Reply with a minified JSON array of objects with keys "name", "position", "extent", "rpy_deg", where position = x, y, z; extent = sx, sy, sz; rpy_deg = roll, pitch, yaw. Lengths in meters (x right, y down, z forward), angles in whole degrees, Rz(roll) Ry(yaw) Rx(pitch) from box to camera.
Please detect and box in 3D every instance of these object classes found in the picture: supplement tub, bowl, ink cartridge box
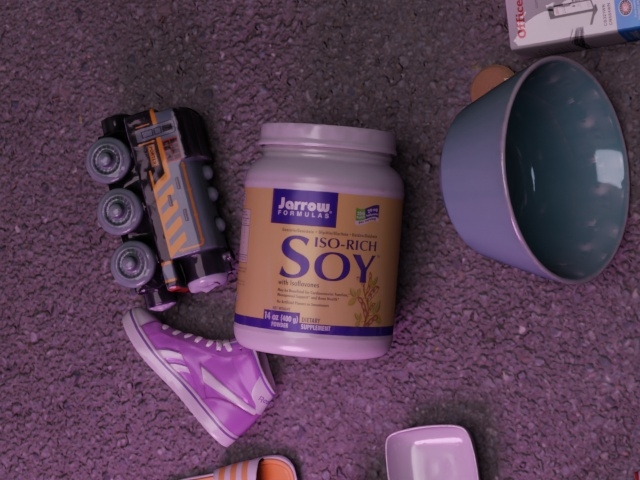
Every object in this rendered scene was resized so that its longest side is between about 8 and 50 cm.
[{"name":"supplement tub","position":[0.000,0.000,1.971],"extent":[0.241,0.241,0.331],"rpy_deg":[5,91,24]},{"name":"bowl","position":[0.175,0.345,1.990],"extent":[0.142,0.053,0.142],"rpy_deg":[-10,85,24]},{"name":"bowl","position":[0.280,-0.089,1.844],"extent":[0.163,0.311,0.311],"rpy_deg":[-6,86,42]},{"name":"ink cartridge box","position":[0.370,-0.352,1.900],"extent":[0.203,0.086,0.148],"rpy_deg":[-8,86,23]}]

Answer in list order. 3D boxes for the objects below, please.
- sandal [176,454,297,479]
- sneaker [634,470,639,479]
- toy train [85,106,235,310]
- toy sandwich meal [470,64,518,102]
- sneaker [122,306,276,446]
[{"name":"sandal","position":[-0.160,0.415,2.123],"extent":[0.265,0.076,0.102],"rpy_deg":[-17,82,23]},{"name":"sneaker","position":[0.480,0.370,1.860],"extent":[0.067,0.042,0.118],"rpy_deg":[-24,72,18]},{"name":"toy train","position":[-0.255,-0.059,2.147],"extent":[0.190,0.142,0.334],"rpy_deg":[-17,81,13]},{"name":"toy sandwich meal","position":[0.265,-0.224,1.976],"extent":[0.086,0.029,0.085],"rpy_deg":[1,91,28]},{"name":"sneaker","position":[-0.184,0.178,2.139],"extent":[0.161,0.102,0.282],"rpy_deg":[-46,75,4]}]
